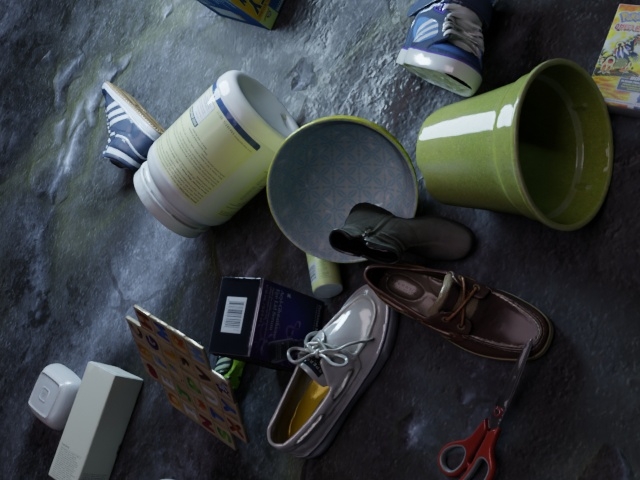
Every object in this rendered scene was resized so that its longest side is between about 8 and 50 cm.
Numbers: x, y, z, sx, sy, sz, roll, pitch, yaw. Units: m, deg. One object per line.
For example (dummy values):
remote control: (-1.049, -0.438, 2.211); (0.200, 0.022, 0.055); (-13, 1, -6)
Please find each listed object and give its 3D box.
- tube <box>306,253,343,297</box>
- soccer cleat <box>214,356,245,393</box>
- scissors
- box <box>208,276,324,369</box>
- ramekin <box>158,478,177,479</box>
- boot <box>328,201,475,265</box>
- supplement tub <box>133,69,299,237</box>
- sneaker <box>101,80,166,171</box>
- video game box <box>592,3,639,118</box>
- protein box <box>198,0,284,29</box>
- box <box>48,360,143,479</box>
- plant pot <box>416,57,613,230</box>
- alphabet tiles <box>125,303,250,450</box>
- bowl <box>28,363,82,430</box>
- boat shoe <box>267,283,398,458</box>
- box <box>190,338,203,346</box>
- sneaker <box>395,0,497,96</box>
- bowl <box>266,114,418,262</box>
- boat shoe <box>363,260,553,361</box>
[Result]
tube: (0.000, 0.000, 1.819); (0.070, 0.062, 0.240); (-6, 59, -8)
soccer cleat: (-0.195, 0.264, 1.875); (0.072, 0.060, 0.178); (20, 80, 50)
scissors: (0.296, 0.306, 1.480); (0.297, 0.021, 0.109); (-56, 45, 18)
box: (-0.101, 0.166, 1.735); (0.108, 0.207, 0.153); (0, 76, 37)
ramekin: (-0.352, 0.595, 1.840); (0.207, 0.109, 0.207); (-14, 66, 34)
boot: (0.145, 0.010, 1.586); (0.247, 0.161, 0.083); (13, 114, 9)
supplement tub: (-0.223, -0.180, 1.931); (0.325, 0.235, 0.235); (-40, 54, 19)
sneaker: (-0.513, -0.287, 2.280); (0.153, 0.099, 0.282); (-52, 54, 9)
video game box: (0.568, -0.295, 1.490); (0.205, 0.048, 0.187); (19, 84, 40)
protein box: (-0.213, -0.614, 2.099); (0.201, 0.200, 0.136); (26, 91, 40)
box: (-0.511, 0.425, 2.032); (0.113, 0.094, 0.275); (16, 84, 39)
plant pot: (0.312, -0.152, 1.518); (0.254, 0.276, 0.276); (0, 74, 49)
alphabet tiles: (-0.275, 0.280, 1.819); (0.343, 0.285, 0.011); (24, 49, 40)
bowl: (-0.657, 0.381, 2.186); (0.142, 0.053, 0.142); (25, 91, 39)
boat shoe: (0.005, 0.232, 1.661); (0.136, 0.156, 0.367); (34, 94, 39)
box: (-0.294, 0.249, 1.933); (0.052, 0.083, 0.062); (-41, 54, 19)
sneaker: (0.258, -0.403, 1.645); (0.236, 0.130, 0.323); (-60, 16, 8)
bowl: (0.052, -0.118, 1.730); (0.289, 0.289, 0.156); (-36, 13, 22)
boat shoe: (0.227, 0.113, 1.537); (0.342, 0.123, 0.123); (24, 89, 29)
